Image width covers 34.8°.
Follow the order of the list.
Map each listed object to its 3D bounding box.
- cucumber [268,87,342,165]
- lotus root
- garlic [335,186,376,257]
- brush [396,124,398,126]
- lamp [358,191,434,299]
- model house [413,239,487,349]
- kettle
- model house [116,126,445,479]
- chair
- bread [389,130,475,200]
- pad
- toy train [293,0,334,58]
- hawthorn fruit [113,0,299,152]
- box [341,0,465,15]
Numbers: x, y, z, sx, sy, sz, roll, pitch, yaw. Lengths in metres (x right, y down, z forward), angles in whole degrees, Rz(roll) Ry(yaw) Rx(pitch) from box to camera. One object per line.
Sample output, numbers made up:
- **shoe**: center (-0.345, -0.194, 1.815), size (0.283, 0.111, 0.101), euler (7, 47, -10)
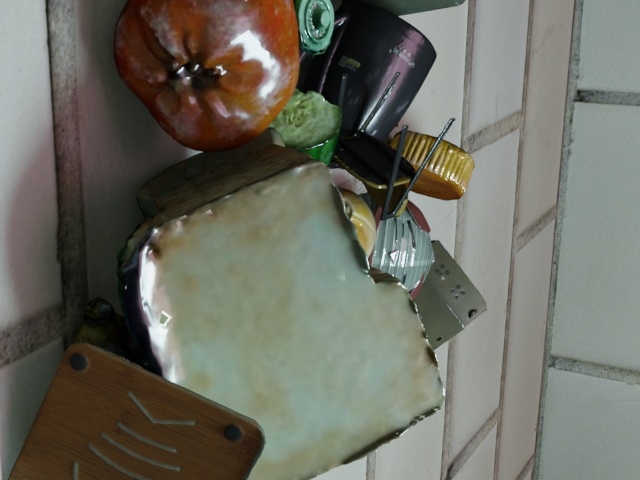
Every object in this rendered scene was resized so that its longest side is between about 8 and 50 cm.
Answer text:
- **cucumber**: center (-0.068, -0.188, 1.661), size (0.130, 0.191, 0.191), euler (97, 16, -62)
- **lotus root**: center (-0.302, 0.168, 1.460), size (0.113, 0.088, 0.192), euler (-33, 126, -40)
- **garlic**: center (0.006, 0.001, 1.879), size (0.164, 0.145, 0.245), euler (-14, 151, -48)
- **brush**: center (0.153, -0.273, 2.256), size (0.021, 0.018, 0.083), euler (-57, 146, -19)
- **lamp**: center (0.115, 0.023, 2.041), size (0.233, 0.233, 0.265), euler (-23, 122, -58)
- **model house**: center (0.201, 0.155, 2.335), size (0.243, 0.204, 0.211), euler (-37, 91, -24)
- **kettle**: center (0.040, -0.283, 1.886), size (0.268, 0.207, 0.290), euler (34, 82, -33)
- **model house**: center (-0.107, 0.094, 1.536), size (0.395, 0.400, 0.446), euler (-26, 109, -8)
- **chair**: center (0.100, -0.144, 1.761), size (0.172, 0.159, 0.247), euler (-11, 135, -44)
- **bread**: center (0.237, -0.160, 2.268), size (0.199, 0.199, 0.104), euler (42, 66, -59)
- **pad**: center (-0.249, 0.301, 1.353), size (0.284, 0.286, 0.018), euler (-62, -175, 20)
- **toy train**: center (-0.042, -0.497, 1.657), size (0.442, 0.179, 0.272), euler (-59, 140, -32)
- **hawthorn fruit**: center (-0.148, -0.275, 1.423), size (0.284, 0.284, 0.285), euler (-30, 125, -56)
- **box**: center (0.168, -0.531, 1.910), size (0.221, 0.290, 0.166), euler (-56, 132, -40)
